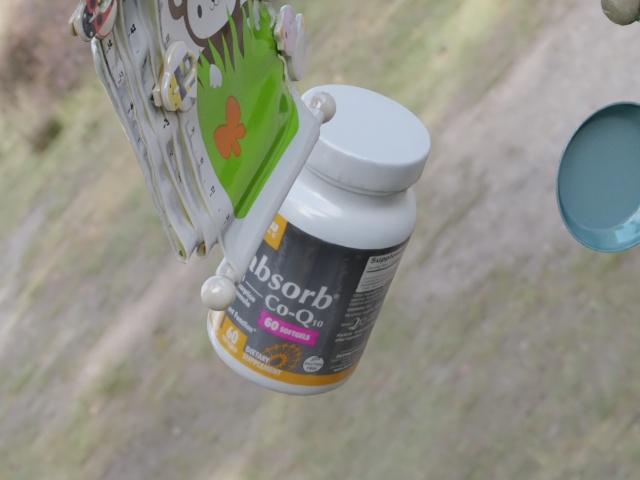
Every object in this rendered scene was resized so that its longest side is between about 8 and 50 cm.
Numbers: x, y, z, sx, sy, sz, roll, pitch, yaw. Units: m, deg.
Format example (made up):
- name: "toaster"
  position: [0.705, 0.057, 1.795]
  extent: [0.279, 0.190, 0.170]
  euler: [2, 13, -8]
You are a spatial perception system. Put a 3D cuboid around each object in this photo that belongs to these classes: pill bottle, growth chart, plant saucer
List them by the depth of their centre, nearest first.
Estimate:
- name: "growth chart"
  position: [-0.049, -0.088, 0.835]
  extent: [0.021, 0.237, 0.172]
  euler: [5, 52, 23]
- name: "plant saucer"
  position: [0.226, -0.051, 1.501]
  extent: [0.119, 0.119, 0.021]
  euler: [-52, 30, -9]
- name: "pill bottle"
  position: [0.000, 0.000, 1.857]
  extent: [0.162, 0.162, 0.278]
  euler: [-76, 5, -57]

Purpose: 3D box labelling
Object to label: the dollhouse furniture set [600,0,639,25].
- name: "dollhouse furniture set"
  position: [0.091, -0.255, 0.682]
  extent: [0.151, 0.301, 0.197]
  euler: [-40, -5, -18]
